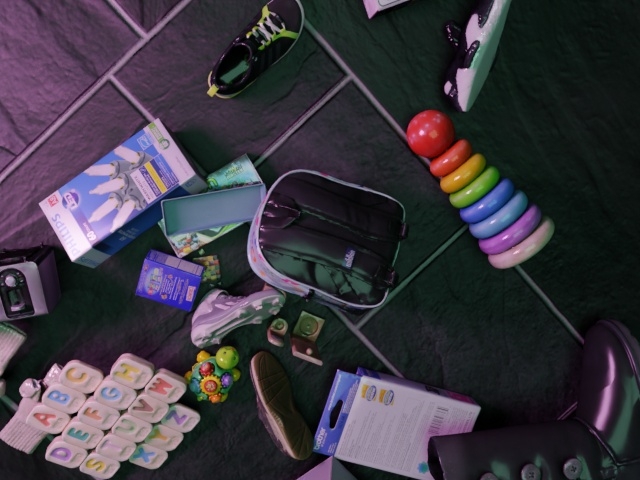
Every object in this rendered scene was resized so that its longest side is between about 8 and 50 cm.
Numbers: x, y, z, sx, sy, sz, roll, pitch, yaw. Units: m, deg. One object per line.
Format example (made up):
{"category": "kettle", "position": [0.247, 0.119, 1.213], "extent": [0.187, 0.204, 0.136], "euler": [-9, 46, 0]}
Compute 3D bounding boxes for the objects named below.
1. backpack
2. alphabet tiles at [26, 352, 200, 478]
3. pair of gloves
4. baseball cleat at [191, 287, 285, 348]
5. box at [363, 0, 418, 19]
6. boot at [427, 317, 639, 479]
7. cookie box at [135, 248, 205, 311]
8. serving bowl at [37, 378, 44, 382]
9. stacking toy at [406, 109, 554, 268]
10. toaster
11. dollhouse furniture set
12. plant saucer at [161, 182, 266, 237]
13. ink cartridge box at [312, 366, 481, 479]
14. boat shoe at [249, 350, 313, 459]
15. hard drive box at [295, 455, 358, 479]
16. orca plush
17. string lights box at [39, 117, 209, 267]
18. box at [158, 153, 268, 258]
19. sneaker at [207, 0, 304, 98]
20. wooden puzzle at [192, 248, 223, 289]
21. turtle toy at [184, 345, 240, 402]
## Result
{"category": "backpack", "position": [0.000, 0.000, 1.087], "extent": [0.253, 0.191, 0.225], "euler": [20, 73, -15]}
{"category": "alphabet tiles", "position": [-0.385, 0.338, 1.150], "extent": [0.278, 0.021, 0.284], "euler": [34, 106, -26]}
{"category": "pair of gloves", "position": [-0.570, 0.275, 1.118], "extent": [0.204, 0.042, 0.240], "euler": [-42, 109, 9]}
{"category": "baseball cleat", "position": [-0.162, 0.119, 1.131], "extent": [0.206, 0.109, 0.072], "euler": [-27, 140, 14]}
{"category": "box", "position": [0.201, -0.530, 1.084], "extent": [0.290, 0.087, 0.169], "euler": [-20, 101, -3]}
{"category": "boot", "position": [0.423, 0.371, 1.199], "extent": [0.445, 0.146, 0.367], "euler": [-10, 78, -2]}
{"category": "cookie box", "position": [-0.280, 0.075, 1.140], "extent": [0.107, 0.040, 0.092], "euler": [20, 123, -8]}
{"category": "serving bowl", "position": [-0.523, 0.299, 1.171], "extent": [0.083, 0.027, 0.083], "euler": [-2, 111, -6]}
{"category": "stacking toy", "position": [0.288, -0.110, 1.147], "extent": [0.141, 0.141, 0.330], "euler": [-40, 97, 1]}
{"category": "toaster", "position": [-0.558, 0.076, 1.067], "extent": [0.168, 0.186, 0.110], "euler": [-9, 103, -13]}
{"category": "dollhouse furniture set", "position": [-0.040, 0.124, 1.148], "extent": [0.144, 0.123, 0.151], "euler": [23, 96, -10]}
{"category": "plant saucer", "position": [-0.186, -0.056, 1.082], "extent": [0.192, 0.018, 0.067], "euler": [-13, 111, -27]}
{"category": "ink cartridge box", "position": [0.150, 0.374, 1.243], "extent": [0.311, 0.065, 0.185], "euler": [16, 98, -11]}
{"category": "boat shoe", "position": [-0.092, 0.330, 1.202], "extent": [0.073, 0.080, 0.223], "euler": [-27, 88, 41]}
{"category": "hard drive box", "position": [-0.006, 0.572, 1.217], "extent": [0.232, 0.089, 0.181], "euler": [-38, 103, 16]}
{"category": "orca plush", "position": [0.266, -0.383, 1.098], "extent": [0.102, 0.151, 0.287], "euler": [27, 134, 23]}
{"category": "string lights box", "position": [-0.346, -0.081, 1.084], "extent": [0.260, 0.077, 0.133], "euler": [-36, 76, 0]}
{"category": "box", "position": [-0.201, -0.065, 1.144], "extent": [0.207, 0.036, 0.114], "euler": [-29, 101, -1]}
{"category": "sneaker", "position": [-0.110, -0.338, 1.077], "extent": [0.084, 0.097, 0.234], "euler": [40, 93, -11]}
{"category": "wooden puzzle", "position": [-0.219, 0.055, 1.177], "extent": [0.049, 0.006, 0.083], "euler": [-8, 100, -5]}
{"category": "turtle toy", "position": [-0.203, 0.259, 1.182], "extent": [0.095, 0.066, 0.130], "euler": [31, 95, -10]}
